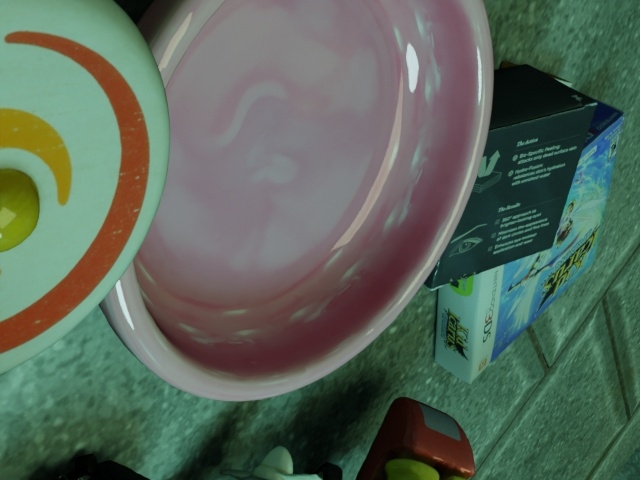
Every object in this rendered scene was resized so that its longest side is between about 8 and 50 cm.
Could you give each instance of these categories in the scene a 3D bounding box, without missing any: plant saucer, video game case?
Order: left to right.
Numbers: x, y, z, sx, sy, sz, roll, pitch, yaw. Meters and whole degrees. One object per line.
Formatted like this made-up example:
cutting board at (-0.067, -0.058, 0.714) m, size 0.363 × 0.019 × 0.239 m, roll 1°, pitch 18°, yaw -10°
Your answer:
plant saucer at (-0.018, -0.057, 0.600) m, size 0.332 × 0.084 × 0.332 m, roll -26°, pitch 130°, yaw -35°
video game case at (0.241, 0.001, 1.053) m, size 0.269 × 0.061 × 0.244 m, roll -38°, pitch 144°, yaw -29°

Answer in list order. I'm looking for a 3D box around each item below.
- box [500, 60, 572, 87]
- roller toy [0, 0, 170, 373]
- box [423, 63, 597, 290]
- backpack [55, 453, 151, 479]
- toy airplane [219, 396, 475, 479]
box at (0.210, -0.132, 0.925) m, size 0.136 × 0.028 × 0.081 m, roll -2°, pitch 119°, yaw -50°
roller toy at (-0.168, -0.040, 0.378) m, size 0.191 × 0.146 × 0.209 m, roll -50°, pitch 147°, yaw -13°
box at (0.143, -0.060, 0.812) m, size 0.156 × 0.093 × 0.158 m, roll -16°, pitch 131°, yaw -32°
backpack at (-0.161, 0.260, 0.627) m, size 0.182 × 0.115 × 0.152 m, roll -75°, pitch 177°, yaw -66°
toy airplane at (0.072, 0.336, 0.804) m, size 0.386 × 0.384 × 0.272 m, roll -13°, pitch 152°, yaw -39°
